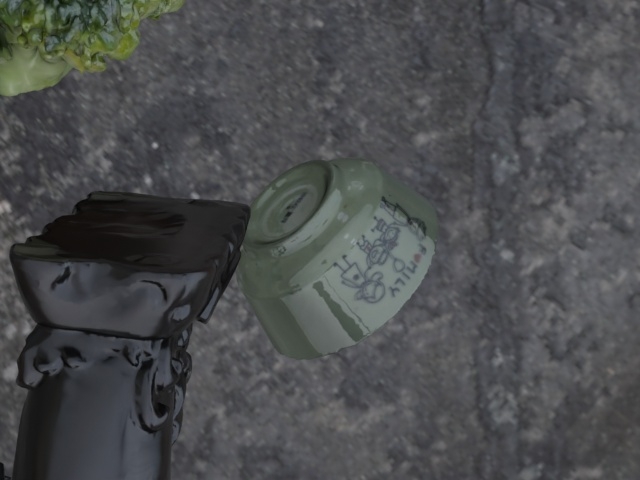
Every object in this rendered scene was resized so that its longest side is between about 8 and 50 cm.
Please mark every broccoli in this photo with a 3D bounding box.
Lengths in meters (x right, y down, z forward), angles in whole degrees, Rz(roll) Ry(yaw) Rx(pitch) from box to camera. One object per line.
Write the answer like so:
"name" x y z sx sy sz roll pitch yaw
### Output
"broccoli" -0.260 -0.218 1.149 0.288 0.248 0.245 -11 142 -14

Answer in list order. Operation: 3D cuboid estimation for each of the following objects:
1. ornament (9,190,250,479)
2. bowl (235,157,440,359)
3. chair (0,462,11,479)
"ornament" -0.117 0.111 0.701 0.106 0.251 0.260 11 103 2
"bowl" 0.000 0.000 1.198 0.211 0.211 0.112 -45 122 -4
"chair" -0.277 0.265 0.954 0.141 0.154 0.260 -38 134 22
